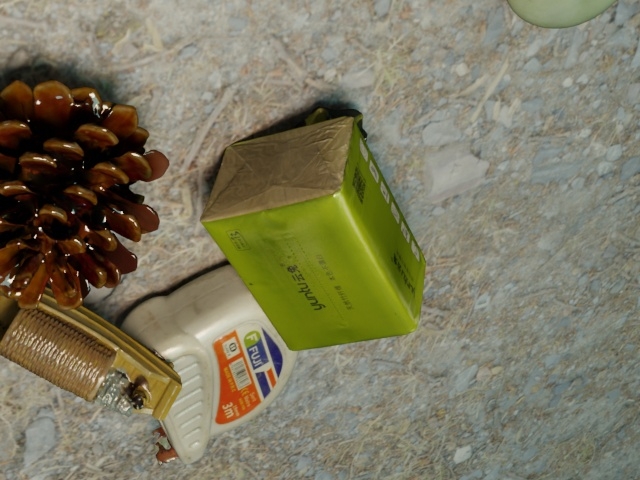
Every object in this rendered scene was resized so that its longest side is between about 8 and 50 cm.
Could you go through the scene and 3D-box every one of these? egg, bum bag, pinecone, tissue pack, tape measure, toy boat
[{"bbox_3d":[0.331,-0.362,1.401,0.192,0.149,0.149,-29,136,-2],"label":"egg"},{"bbox_3d":[0.029,-0.099,1.497,0.106,0.060,0.232,-25,135,-9],"label":"bum bag"},{"bbox_3d":[-0.310,-0.038,1.213,0.264,0.264,0.264,-17,133,-19],"label":"pinecone"},{"bbox_3d":[0.000,0.000,1.425,0.200,0.167,0.275,-10,132,23],"label":"tissue pack"},{"bbox_3d":[-0.165,0.175,1.560,0.265,0.130,0.258,-29,135,-15],"label":"tape measure"},{"bbox_3d":[-0.325,0.139,1.362,0.310,0.115,0.089,33,105,-7],"label":"toy boat"}]
